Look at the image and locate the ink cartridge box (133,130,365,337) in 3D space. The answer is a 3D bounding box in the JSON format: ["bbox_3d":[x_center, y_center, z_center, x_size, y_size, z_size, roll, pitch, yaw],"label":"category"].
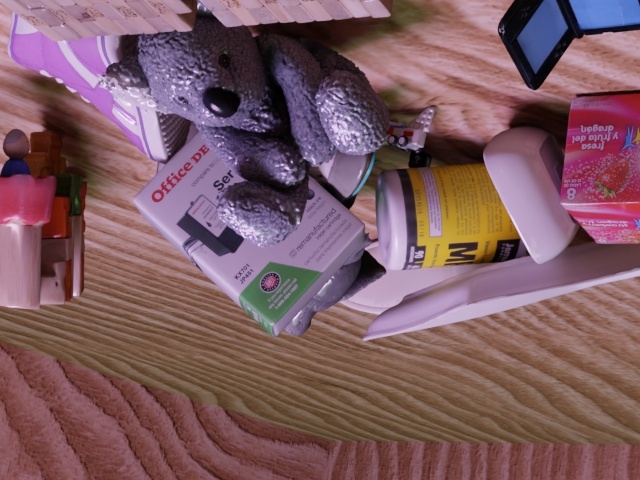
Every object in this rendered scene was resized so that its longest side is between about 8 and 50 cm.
[{"bbox_3d":[-0.077,-0.022,1.372,0.208,0.153,0.087,41,171,9],"label":"ink cartridge box"}]

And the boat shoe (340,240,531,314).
[{"bbox_3d":[0.166,0.059,1.828,0.320,0.116,0.099,-9,155,33],"label":"boat shoe"}]

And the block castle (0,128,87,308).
[{"bbox_3d":[-0.459,-0.035,1.607,0.303,0.212,0.453,2,-179,-5],"label":"block castle"}]

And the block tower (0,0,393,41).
[{"bbox_3d":[-0.106,-0.235,1.054,0.336,0.097,0.091,-1,160,26],"label":"block tower"}]

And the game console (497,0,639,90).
[{"bbox_3d":[0.220,-0.183,1.082,0.071,0.107,0.122,33,176,30],"label":"game console"}]

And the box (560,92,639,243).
[{"bbox_3d":[0.383,-0.071,1.257,0.257,0.122,0.128,0,161,30],"label":"box"}]

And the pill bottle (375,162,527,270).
[{"bbox_3d":[0.175,-0.031,1.463,0.209,0.119,0.119,-5,164,-6],"label":"pill bottle"}]

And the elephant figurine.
[{"bbox_3d":[0.000,0.000,1.568,0.186,0.169,0.239,26,-154,16],"label":"elephant figurine"}]

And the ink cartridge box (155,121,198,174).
[{"bbox_3d":[-0.118,-0.086,1.533,0.128,0.072,0.175,9,174,6],"label":"ink cartridge box"}]

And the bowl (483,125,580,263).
[{"bbox_3d":[0.235,-0.055,1.341,0.053,0.142,0.142,-23,-173,25],"label":"bowl"}]

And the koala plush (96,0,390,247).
[{"bbox_3d":[-0.084,-0.146,1.194,0.221,0.203,0.196,30,116,-31],"label":"koala plush"}]

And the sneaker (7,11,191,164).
[{"bbox_3d":[-0.229,-0.180,1.316,0.161,0.102,0.282,10,154,14],"label":"sneaker"}]

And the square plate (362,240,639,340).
[{"bbox_3d":[0.257,0.051,1.548,0.344,0.049,0.347,-11,173,-20],"label":"square plate"}]

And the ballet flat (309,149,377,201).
[{"bbox_3d":[0.010,-0.078,1.391,0.068,0.072,0.213,17,172,-6],"label":"ballet flat"}]

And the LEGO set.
[{"bbox_3d":[0.023,-0.130,1.445,0.244,0.060,0.182,14,175,-8],"label":"LEGO set"}]
